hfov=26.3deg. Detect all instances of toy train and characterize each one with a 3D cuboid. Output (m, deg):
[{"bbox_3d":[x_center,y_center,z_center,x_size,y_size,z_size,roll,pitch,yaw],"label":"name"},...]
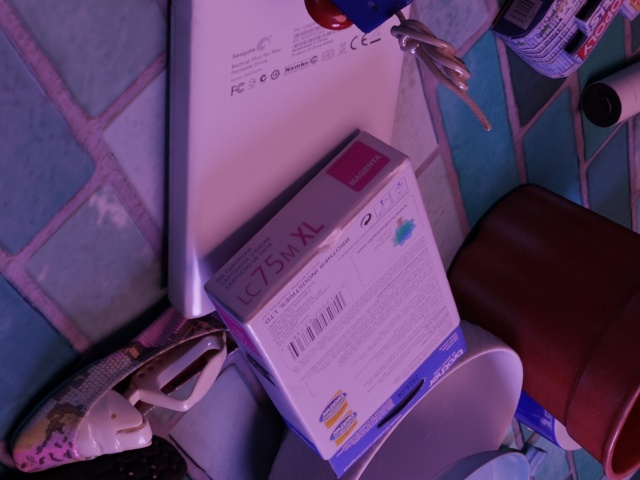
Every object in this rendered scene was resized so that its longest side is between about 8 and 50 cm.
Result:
[{"bbox_3d":[0.058,-0.204,0.908,0.143,0.248,0.105,-52,-167,-26],"label":"toy train"}]

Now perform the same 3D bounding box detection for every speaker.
[{"bbox_3d":[0.361,-0.174,1.594,0.136,0.055,0.055,-27,142,-43],"label":"speaker"}]

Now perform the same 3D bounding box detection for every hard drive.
[{"bbox_3d":[-0.024,-0.095,1.051,0.203,0.040,0.307,-24,140,-30],"label":"hard drive"}]

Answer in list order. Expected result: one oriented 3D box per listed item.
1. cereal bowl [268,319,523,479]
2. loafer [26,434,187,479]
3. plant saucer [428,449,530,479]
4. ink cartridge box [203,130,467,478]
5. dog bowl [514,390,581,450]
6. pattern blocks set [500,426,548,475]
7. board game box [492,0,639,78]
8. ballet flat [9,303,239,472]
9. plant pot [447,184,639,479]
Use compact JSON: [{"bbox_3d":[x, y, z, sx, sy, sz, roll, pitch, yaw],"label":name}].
[{"bbox_3d":[0.059,0.216,1.454,0.339,0.141,0.339,-38,148,-30],"label":"cereal bowl"},{"bbox_3d":[-0.202,0.219,1.127,0.223,0.076,0.078,-19,150,-51],"label":"loafer"},{"bbox_3d":[0.115,0.353,1.494,0.318,0.044,0.317,-37,146,-30],"label":"plant saucer"},{"bbox_3d":[0.026,0.067,1.169,0.186,0.065,0.311,-45,145,-14],"label":"ink cartridge box"},{"bbox_3d":[0.364,0.151,1.874,0.265,0.104,0.264,-30,138,-31],"label":"dog bowl"},{"bbox_3d":[0.377,0.213,2.076,0.325,0.026,0.285,-52,150,-4],"label":"pattern blocks set"},{"bbox_3d":[0.274,-0.252,1.365,0.194,0.060,0.194,-59,152,7],"label":"board game box"},{"bbox_3d":[-0.142,0.119,1.093,0.221,0.079,0.077,-39,147,-28],"label":"ballet flat"},{"bbox_3d":[0.299,0.085,1.556,0.272,0.265,0.272,-38,147,-29],"label":"plant pot"}]
